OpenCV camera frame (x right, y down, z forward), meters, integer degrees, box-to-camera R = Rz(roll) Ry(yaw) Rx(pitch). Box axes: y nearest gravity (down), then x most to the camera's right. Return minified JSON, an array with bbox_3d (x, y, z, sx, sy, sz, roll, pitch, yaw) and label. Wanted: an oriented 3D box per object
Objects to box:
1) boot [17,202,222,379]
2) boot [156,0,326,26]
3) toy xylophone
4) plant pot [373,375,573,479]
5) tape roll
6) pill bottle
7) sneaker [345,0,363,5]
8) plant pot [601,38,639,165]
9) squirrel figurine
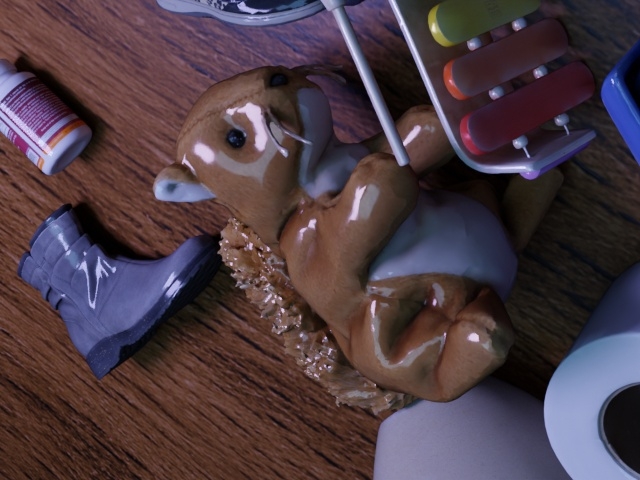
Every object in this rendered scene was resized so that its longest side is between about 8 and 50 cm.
[{"bbox_3d":[-0.291,0.035,1.601,0.223,0.118,0.338,51,128,2],"label":"boot"},{"bbox_3d":[-0.098,-0.328,1.253,0.236,0.085,0.178,12,129,32],"label":"boot"},{"bbox_3d":[0.129,-0.196,1.102,0.081,0.236,0.323,-20,104,50],"label":"toy xylophone"},{"bbox_3d":[0.172,0.263,1.353,0.284,0.284,0.191,-42,71,42],"label":"plant pot"},{"bbox_3d":[0.371,0.154,1.197,0.246,0.169,0.246,16,126,24],"label":"tape roll"},{"bbox_3d":[-0.382,-0.166,1.548,0.152,0.086,0.086,44,132,2],"label":"pill bottle"},{"bbox_3d":[0.004,-0.349,1.184,0.235,0.097,0.084,58,166,-18],"label":"sneaker"},{"bbox_3d":[0.387,-0.124,0.980,0.212,0.236,0.236,-25,103,48],"label":"plant pot"},{"bbox_3d":[0.000,0.000,1.249,0.370,0.281,0.397,31,144,-5],"label":"squirrel figurine"}]
